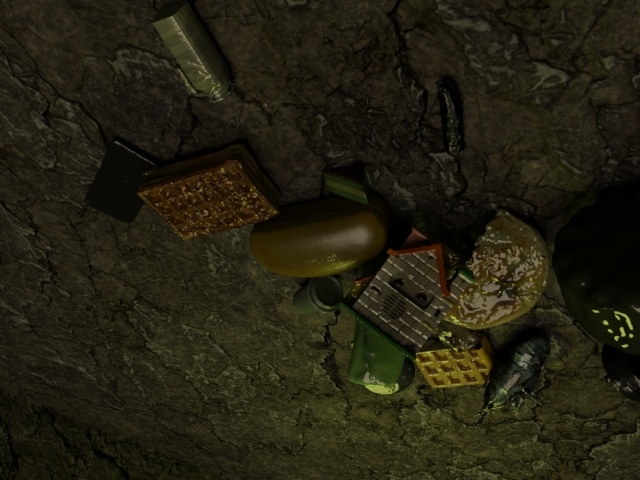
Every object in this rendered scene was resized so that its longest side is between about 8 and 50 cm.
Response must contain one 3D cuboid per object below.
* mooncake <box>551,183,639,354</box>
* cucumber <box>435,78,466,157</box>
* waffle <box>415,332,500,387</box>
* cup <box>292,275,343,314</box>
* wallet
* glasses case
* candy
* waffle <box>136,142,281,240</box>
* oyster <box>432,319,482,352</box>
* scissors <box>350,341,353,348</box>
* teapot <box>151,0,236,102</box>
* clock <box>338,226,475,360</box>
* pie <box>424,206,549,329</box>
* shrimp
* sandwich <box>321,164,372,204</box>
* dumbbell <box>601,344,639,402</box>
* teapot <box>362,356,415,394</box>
[{"bbox_3d":[0.671,0.046,1.210,0.356,0.356,0.194,-15,133,28],"label":"mooncake"},{"bbox_3d":[0.271,-0.254,1.215,0.053,0.053,0.182,-3,134,18],"label":"cucumber"},{"bbox_3d":[0.430,0.386,1.858,0.247,0.055,0.221,-13,131,27],"label":"waffle"},{"bbox_3d":[-0.011,0.162,1.704,0.120,0.120,0.141,32,149,-19],"label":"cup"},{"bbox_3d":[-0.524,-0.149,1.559,0.146,0.030,0.285,28,137,-19],"label":"wallet"},{"bbox_3d":[0.000,0.000,1.494,0.371,0.141,0.173,-10,134,25],"label":"glasses case"},{"bbox_3d":[0.155,0.205,1.517,0.142,0.344,0.132,8,180,-26],"label":"candy"},{"bbox_3d":[-0.273,-0.115,1.463,0.307,0.091,0.213,-13,138,23],"label":"waffle"},{"bbox_3d":[0.315,0.194,1.630,0.197,0.133,0.337,-19,125,41],"label":"oyster"},{"bbox_3d":[0.198,0.375,1.936,0.133,0.020,0.187,-26,123,39],"label":"scissors"},{"bbox_3d":[-0.267,-0.377,1.208,0.107,0.077,0.200,-8,133,28],"label":"teapot"},{"bbox_3d":[0.206,0.113,1.390,0.219,0.106,0.255,37,93,3],"label":"clock"},{"bbox_3d":[0.406,0.086,1.452,0.337,0.075,0.338,4,115,9],"label":"pie"},{"bbox_3d":[0.581,0.438,1.743,0.137,0.172,0.372,-1,121,-30],"label":"shrimp"},{"bbox_3d":[0.056,-0.125,1.392,0.116,0.074,0.074,-5,134,20],"label":"sandwich"},{"bbox_3d":[0.910,0.293,1.536,0.185,0.185,0.388,28,136,-15],"label":"dumbbell"},{"bbox_3d":[0.189,0.306,1.691,0.183,0.251,0.184,9,139,8],"label":"teapot"}]
